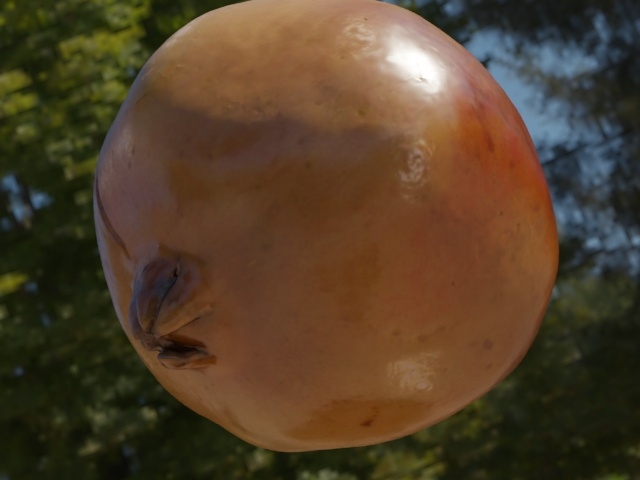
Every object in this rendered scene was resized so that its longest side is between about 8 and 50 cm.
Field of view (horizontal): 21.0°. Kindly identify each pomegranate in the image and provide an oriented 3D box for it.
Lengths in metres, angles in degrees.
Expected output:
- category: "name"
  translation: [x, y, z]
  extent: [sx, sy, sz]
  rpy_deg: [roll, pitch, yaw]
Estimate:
- category: "pomegranate"
  translation: [0.004, -0.004, 0.767]
  extent: [0.209, 0.209, 0.209]
  rpy_deg: [-21, -16, -6]
